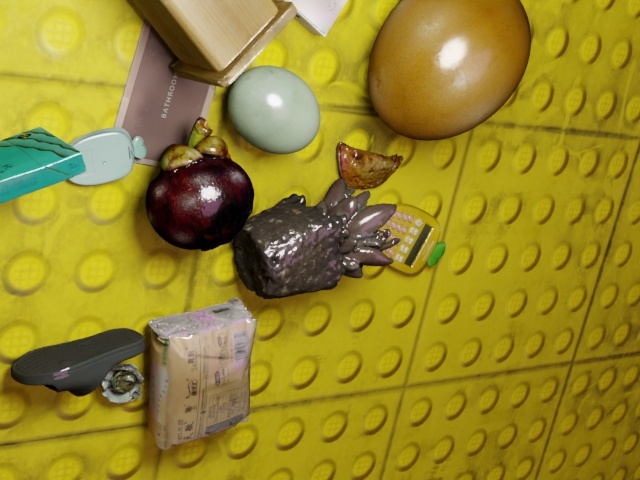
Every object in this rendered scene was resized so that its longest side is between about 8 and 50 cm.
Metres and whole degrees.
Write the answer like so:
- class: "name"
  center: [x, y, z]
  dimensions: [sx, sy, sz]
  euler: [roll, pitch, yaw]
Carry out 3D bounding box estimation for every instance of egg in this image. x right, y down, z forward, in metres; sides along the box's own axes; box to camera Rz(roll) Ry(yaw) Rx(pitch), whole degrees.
- class: "egg"
  center: [-0.081, -0.233, 1.766]
  dimensions: [0.192, 0.149, 0.149]
  euler: [30, 90, -42]
- class: "egg"
  center: [0.244, -0.352, 1.888]
  dimensions: [0.351, 0.282, 0.282]
  euler: [-45, 133, -1]

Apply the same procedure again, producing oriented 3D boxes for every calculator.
- class: "calculator"
  center: [0.196, -0.002, 2.186]
  dimensions: [0.235, 0.032, 0.146]
  euler: [27, 92, -42]
- class: "calculator"
  center: [-0.365, -0.142, 1.661]
  dimensions: [0.153, 0.021, 0.095]
  euler: [-16, 121, -27]

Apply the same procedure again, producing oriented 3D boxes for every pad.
- class: "pad"
  center: [-0.262, -0.255, 1.708]
  dimensions: [0.176, 0.002, 0.266]
  euler: [9, 105, -41]

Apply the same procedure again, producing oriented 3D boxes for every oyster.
- class: "oyster"
  center: [-0.369, 0.260, 1.836]
  dimensions: [0.098, 0.037, 0.100]
  euler: [-3, 128, -36]

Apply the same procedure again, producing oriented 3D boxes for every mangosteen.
- class: "mangosteen"
  center: [-0.214, -0.096, 1.710]
  dimensions: [0.194, 0.194, 0.230]
  euler: [-16, 101, -33]

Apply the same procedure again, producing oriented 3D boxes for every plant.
- class: "plant"
  center: [0.000, 0.000, 1.916]
  dimensions: [0.321, 0.194, 0.181]
  euler: [-22, 127, -27]

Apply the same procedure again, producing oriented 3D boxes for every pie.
- class: "pie"
  center: [0.099, -0.147, 2.039]
  dimensions: [0.191, 0.033, 0.088]
  euler: [7, 110, -41]

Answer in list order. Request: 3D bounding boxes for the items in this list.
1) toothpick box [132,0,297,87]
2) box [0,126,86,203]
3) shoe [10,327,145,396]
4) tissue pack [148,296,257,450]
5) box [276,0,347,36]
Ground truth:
- class: "toothpick box"
  center: [-0.218, -0.420, 1.550]
  dimensions: [0.187, 0.190, 0.308]
  euler: [-48, 127, -11]
- class: "box"
  center: [-0.492, -0.103, 1.482]
  dimensions: [0.226, 0.161, 0.042]
  euler: [-25, 124, -28]
- class: "shoe"
  center: [-0.420, 0.231, 1.739]
  dimensions: [0.241, 0.108, 0.093]
  euler: [-17, 117, -37]
- class: "tissue pack"
  center: [-0.227, 0.260, 1.902]
  dimensions: [0.215, 0.123, 0.256]
  euler: [-12, 117, -33]
- class: "box"
  center: [-0.008, -0.462, 1.785]
  dimensions: [0.129, 0.051, 0.130]
  euler: [34, 88, -44]
